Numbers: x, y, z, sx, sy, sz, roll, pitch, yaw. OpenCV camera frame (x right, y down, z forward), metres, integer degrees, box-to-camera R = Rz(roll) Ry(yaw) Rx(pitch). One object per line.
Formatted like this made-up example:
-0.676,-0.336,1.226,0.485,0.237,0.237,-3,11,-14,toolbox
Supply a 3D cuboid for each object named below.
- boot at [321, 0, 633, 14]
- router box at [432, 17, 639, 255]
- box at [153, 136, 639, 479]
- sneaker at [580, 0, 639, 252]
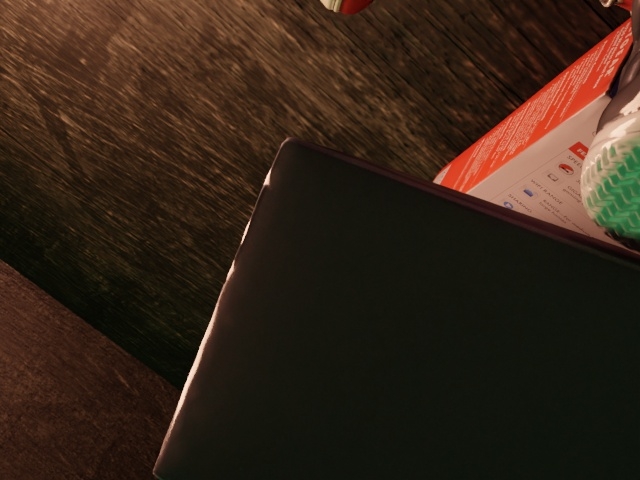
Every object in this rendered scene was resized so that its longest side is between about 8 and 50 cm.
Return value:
0.107,-0.153,0.481,0.176,0.088,0.244,38,154,-14,boot
0.262,0.027,0.636,0.335,0.082,0.301,36,157,-6,router box
0.131,0.094,0.471,0.296,0.183,0.294,23,-176,23,box
0.184,-0.117,0.298,0.101,0.153,0.268,25,139,-8,sneaker
